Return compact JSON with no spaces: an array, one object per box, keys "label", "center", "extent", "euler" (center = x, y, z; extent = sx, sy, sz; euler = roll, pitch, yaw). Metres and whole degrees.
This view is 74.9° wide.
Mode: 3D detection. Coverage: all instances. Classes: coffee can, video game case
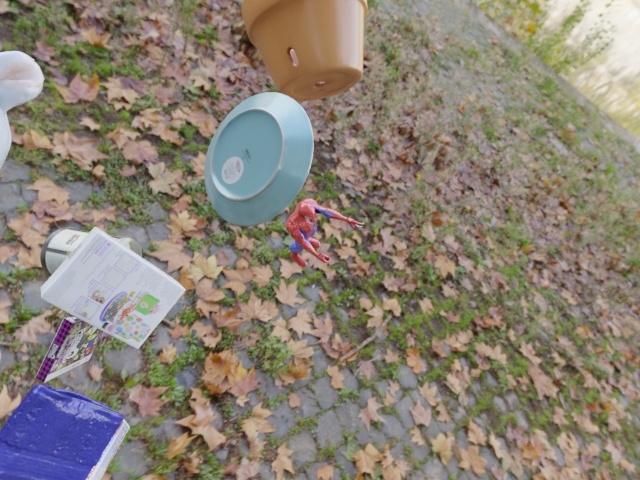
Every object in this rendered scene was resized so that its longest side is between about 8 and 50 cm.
[{"label":"coffee can","center":[-0.826,0.070,1.526],"extent":[0.276,0.201,0.201],"euler":[10,45,17]},{"label":"video game case","center":[-0.819,0.337,1.409],"extent":[0.042,0.231,0.210],"euler":[30,7,5]}]

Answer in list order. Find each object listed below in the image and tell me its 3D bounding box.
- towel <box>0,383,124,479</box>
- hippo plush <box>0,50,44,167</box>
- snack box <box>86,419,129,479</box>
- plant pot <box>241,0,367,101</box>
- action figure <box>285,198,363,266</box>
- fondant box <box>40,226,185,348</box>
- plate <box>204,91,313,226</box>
[{"label":"towel","center":[-0.561,0.450,0.813],"extent":[0.308,0.077,0.227],"euler":[-64,142,-26]},{"label":"hippo plush","center":[-0.322,-0.083,0.227],"extent":[0.237,0.294,0.234],"euler":[41,88,0]},{"label":"snack box","center":[-0.586,0.587,1.146],"extent":[0.022,0.064,0.178],"euler":[17,49,4]},{"label":"plant pot","center":[-0.018,-0.458,0.974],"extent":[0.291,0.291,0.203],"euler":[-13,91,-40]},{"label":"action figure","center":[0.000,0.000,0.871],"extent":[0.139,0.280,0.091],"euler":[29,74,10]},{"label":"fondant box","center":[-0.634,0.152,1.304],"extent":[0.330,0.096,0.238],"euler":[44,76,-33]},{"label":"plate","center":[-0.094,-0.112,0.559],"extent":[0.024,0.188,0.188],"euler":[17,47,-58]}]
